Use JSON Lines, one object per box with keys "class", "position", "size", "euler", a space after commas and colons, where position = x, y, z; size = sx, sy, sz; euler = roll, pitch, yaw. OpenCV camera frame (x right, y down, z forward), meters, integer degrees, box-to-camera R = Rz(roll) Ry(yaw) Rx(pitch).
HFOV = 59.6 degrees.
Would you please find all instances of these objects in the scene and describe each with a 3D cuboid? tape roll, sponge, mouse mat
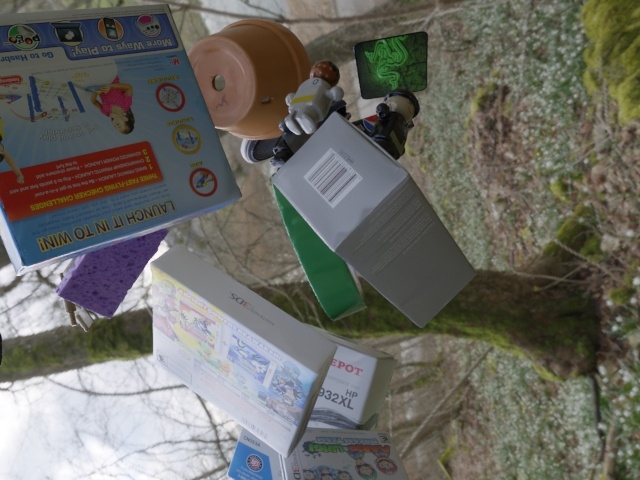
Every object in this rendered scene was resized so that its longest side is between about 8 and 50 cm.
{"class": "tape roll", "position": [0.000, 0.000, 1.125], "size": [0.321, 0.077, 0.322], "euler": [-23, -90, -86]}
{"class": "sponge", "position": [-0.395, 0.036, 1.067], "size": [0.117, 0.210, 0.031], "euler": [36, 174, -40]}
{"class": "mouse mat", "position": [0.154, -0.370, 1.201], "size": [0.190, 0.152, 0.007], "euler": [67, -163, -64]}

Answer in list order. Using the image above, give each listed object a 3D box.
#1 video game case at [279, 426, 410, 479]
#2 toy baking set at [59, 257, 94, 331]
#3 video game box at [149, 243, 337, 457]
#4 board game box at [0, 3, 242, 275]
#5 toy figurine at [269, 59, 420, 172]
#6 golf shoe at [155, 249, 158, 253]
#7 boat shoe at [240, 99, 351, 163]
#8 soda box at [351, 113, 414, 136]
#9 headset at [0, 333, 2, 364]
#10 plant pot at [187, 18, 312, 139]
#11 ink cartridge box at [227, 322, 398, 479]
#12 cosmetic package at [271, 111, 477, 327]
{"class": "video game case", "position": [0.031, 0.280, 0.677], "size": [0.143, 0.157, 0.019], "euler": [-118, 40, -66]}
{"class": "toy baking set", "position": [-0.685, 0.130, 1.626], "size": [0.030, 0.196, 0.256], "euler": [-1, -111, -65]}
{"class": "video game box", "position": [-0.094, 0.124, 0.607], "size": [0.205, 0.048, 0.187], "euler": [31, 139, 14]}
{"class": "board game box", "position": [-0.301, -0.148, 0.752], "size": [0.086, 0.308, 0.302], "euler": [-18, 93, 53]}
{"class": "toy figurine", "position": [0.036, -0.176, 0.917], "size": [0.209, 0.148, 0.213], "euler": [24, 152, -1]}
{"class": "golf shoe", "position": [-0.580, 0.032, 1.848], "size": [0.068, 0.085, 0.186], "euler": [60, -178, -18]}
{"class": "boat shoe", "position": [-0.068, -0.327, 1.634], "size": [0.158, 0.340, 0.127], "euler": [42, 171, 40]}
{"class": "soda box", "position": [0.112, -0.236, 1.200], "size": [0.053, 0.168, 0.060], "euler": [67, 164, 3]}
{"class": "headset", "position": [-0.851, 0.259, 1.250], "size": [0.185, 0.243, 0.394], "euler": [49, 142, 28]}
{"class": "plant pot", "position": [-0.187, -0.376, 1.320], "size": [0.291, 0.290, 0.203], "euler": [59, -153, -2]}
{"class": "ink cartridge box", "position": [-0.014, 0.333, 1.063], "size": [0.223, 0.308, 0.129], "euler": [16, 176, 25]}
{"class": "cosmetic package", "position": [0.067, -0.010, 0.600], "size": [0.127, 0.107, 0.238], "euler": [48, -173, 37]}
